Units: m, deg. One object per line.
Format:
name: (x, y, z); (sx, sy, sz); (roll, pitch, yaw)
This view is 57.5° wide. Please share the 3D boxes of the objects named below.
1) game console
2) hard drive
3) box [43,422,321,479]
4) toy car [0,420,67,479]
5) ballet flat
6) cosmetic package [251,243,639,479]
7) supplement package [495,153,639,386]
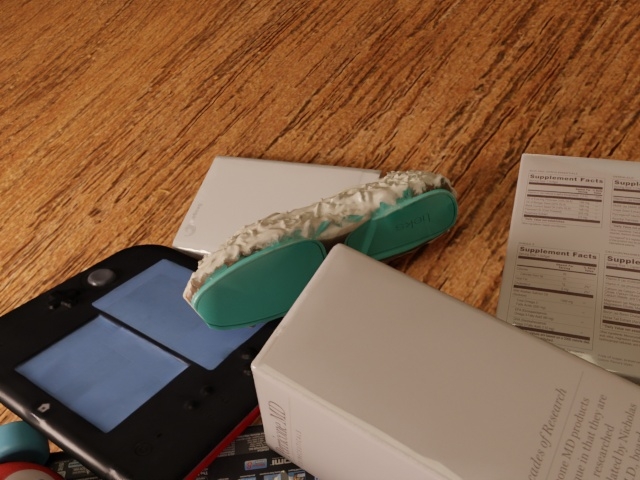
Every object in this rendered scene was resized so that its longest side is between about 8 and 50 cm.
game console: (-0.228, 0.136, 0.777); (0.387, 0.060, 0.342); (20, 32, 27)
hard drive: (-0.069, -0.043, 0.961); (0.308, 0.040, 0.203); (8, 60, 20)
box: (-0.151, 0.379, 0.641); (0.395, 0.097, 0.318); (-9, 51, 2)
toy car: (-0.379, 0.281, 0.554); (0.210, 0.238, 0.219); (-31, 52, -8)
ballet flat: (0.000, 0.000, 0.813); (0.409, 0.147, 0.147); (-20, 52, -18)
cosmetic package: (0.171, 0.210, 0.548); (0.453, 0.230, 0.161); (26, 58, 18)
supplement package: (0.314, 0.067, 0.677); (0.198, 0.199, 0.262); (8, 59, 20)
